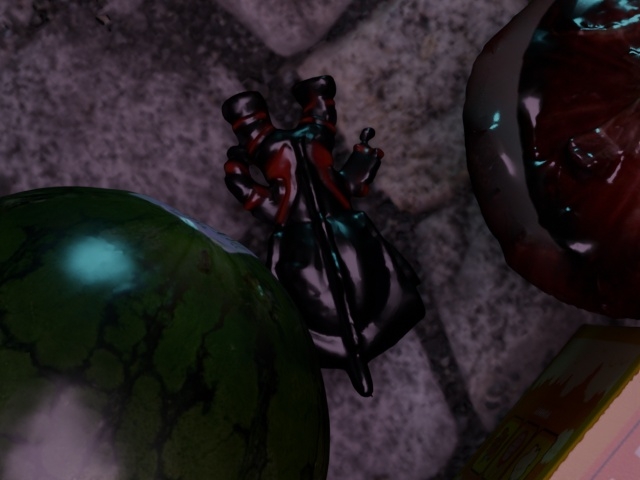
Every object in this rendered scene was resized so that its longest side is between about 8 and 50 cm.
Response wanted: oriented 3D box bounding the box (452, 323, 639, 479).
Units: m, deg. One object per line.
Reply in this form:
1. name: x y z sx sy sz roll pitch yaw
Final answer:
1. box: 0.250 0.225 1.055 0.283 0.259 0.214 41 86 0

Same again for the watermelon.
1. watermelon: -0.168 0.144 1.007 0.363 0.363 0.363 0 88 -3

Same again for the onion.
1. onion: 0.235 -0.061 1.033 0.272 0.195 0.272 -5 70 15

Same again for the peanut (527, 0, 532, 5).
1. peanut: 0.214 -0.164 1.144 0.120 0.110 0.236 13 89 -11

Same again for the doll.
1. doll: 0.002 0.000 1.145 0.127 0.088 0.249 -23 79 17
